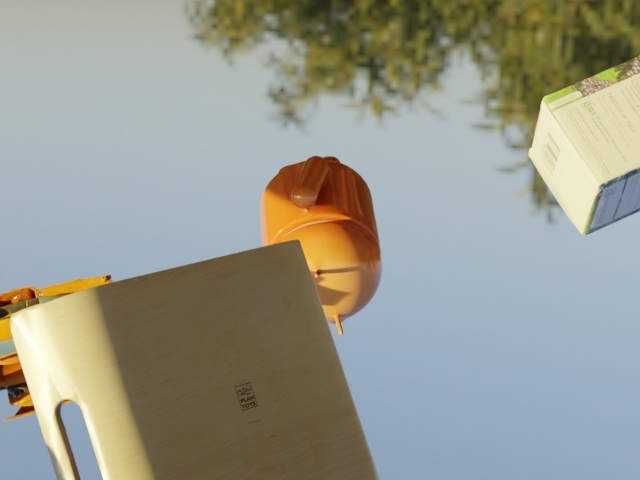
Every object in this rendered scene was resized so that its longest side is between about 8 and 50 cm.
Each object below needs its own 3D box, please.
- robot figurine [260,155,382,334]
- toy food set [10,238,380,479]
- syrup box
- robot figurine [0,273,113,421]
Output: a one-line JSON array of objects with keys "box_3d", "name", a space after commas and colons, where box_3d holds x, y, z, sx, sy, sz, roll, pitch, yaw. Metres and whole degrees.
[{"box_3d": [-0.001, -0.001, 2.040, 0.128, 0.158, 0.219, 18, -146, -20], "name": "robot figurine"}, {"box_3d": [-0.090, 0.131, 1.500, 0.092, 0.219, 0.306, -21, 176, 40], "name": "toy food set"}, {"box_3d": [0.304, -0.105, 1.608, 0.237, 0.096, 0.093, -25, 156, -13], "name": "syrup box"}, {"box_3d": [-0.330, 0.124, 1.880, 0.291, 0.085, 0.211, -16, 151, -4], "name": "robot figurine"}]
